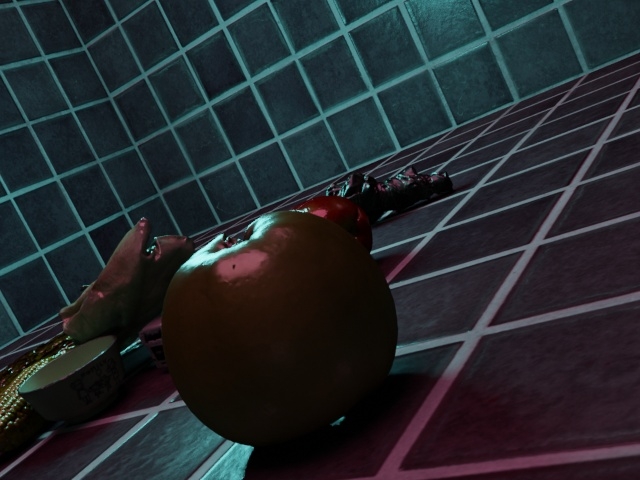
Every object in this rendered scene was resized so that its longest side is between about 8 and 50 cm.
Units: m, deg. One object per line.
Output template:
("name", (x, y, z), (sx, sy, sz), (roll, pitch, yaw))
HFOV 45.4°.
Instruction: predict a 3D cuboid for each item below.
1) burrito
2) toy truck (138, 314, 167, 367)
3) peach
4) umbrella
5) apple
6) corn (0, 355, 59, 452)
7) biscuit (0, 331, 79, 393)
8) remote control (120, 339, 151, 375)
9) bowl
("burrito", (-0.398, 0.113, 1.628), (0.332, 0.190, 0.135), (-44, 27, 25))
("toy truck", (-0.260, 0.164, 1.609), (0.101, 0.125, 0.242), (-17, 14, 42))
("peach", (0.000, 0.000, 1.637), (0.190, 0.196, 0.226), (8, -10, -34))
("umbrella", (0.177, -0.140, 2.047), (0.337, 0.154, 0.128), (-24, 18, 19))
("apple", (-0.052, 0.104, 0.950), (0.292, 0.254, 0.292), (-28, 12, 7))
("corn", (-0.609, 0.339, 1.593), (0.119, 0.119, 0.322), (-24, 10, 14))
("biscuit", (-0.770, 0.350, 2.113), (0.289, 0.081, 0.334), (-15, 18, 48))
("remote control", (-0.445, 0.279, 1.710), (0.087, 0.047, 0.244), (-22, 9, 42))
("bowl", (-0.477, 0.287, 1.521), (0.211, 0.112, 0.211), (-26, 11, 5))
